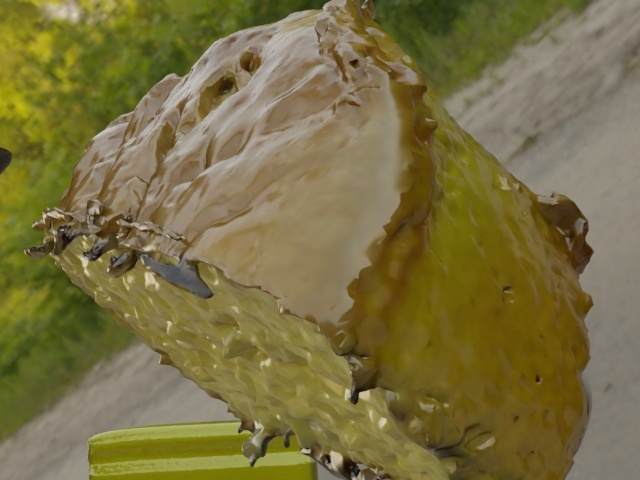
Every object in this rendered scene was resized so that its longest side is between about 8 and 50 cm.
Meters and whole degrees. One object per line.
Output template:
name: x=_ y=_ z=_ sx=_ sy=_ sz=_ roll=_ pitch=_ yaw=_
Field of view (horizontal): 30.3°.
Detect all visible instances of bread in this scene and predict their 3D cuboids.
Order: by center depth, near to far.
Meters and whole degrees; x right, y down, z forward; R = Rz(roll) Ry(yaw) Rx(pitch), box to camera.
bread: x=0.000 y=-0.002 z=0.450 sx=0.147 sy=0.160 sz=0.260 roll=-54 pitch=20 yaw=-17

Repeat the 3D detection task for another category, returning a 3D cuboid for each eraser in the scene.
eraser: x=-0.106 y=0.251 z=1.121 sx=0.069 sy=0.226 sz=0.158 roll=118 pitch=150 yaw=-81

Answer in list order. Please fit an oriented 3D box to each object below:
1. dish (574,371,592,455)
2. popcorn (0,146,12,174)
dish: x=0.099 y=0.089 z=0.891 sx=0.154 sy=0.234 sz=0.064 roll=-28 pitch=13 yaw=45
popcorn: x=-0.386 y=-0.123 z=0.835 sx=0.349 sy=0.382 sz=0.349 roll=-30 pitch=42 yaw=30
